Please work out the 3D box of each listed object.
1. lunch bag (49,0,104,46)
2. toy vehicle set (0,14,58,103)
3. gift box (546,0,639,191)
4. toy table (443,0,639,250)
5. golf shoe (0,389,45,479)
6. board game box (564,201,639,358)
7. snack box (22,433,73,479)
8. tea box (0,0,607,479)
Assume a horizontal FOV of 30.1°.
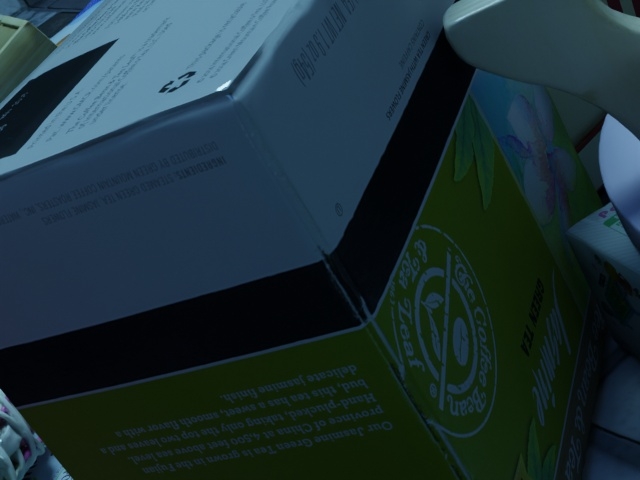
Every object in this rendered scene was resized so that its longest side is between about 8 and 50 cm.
[{"bbox_3d":[-0.282,0.017,1.052,0.385,0.239,0.328,-28,27,24],"label":"lunch bag"},{"bbox_3d":[-0.321,-0.065,0.921,0.267,0.035,0.166,-52,31,-8],"label":"toy vehicle set"},{"bbox_3d":[0.142,-0.185,0.934,0.255,0.258,0.276,-40,35,-17],"label":"gift box"},{"bbox_3d":[0.209,-0.103,0.616,0.252,0.161,0.274,-28,26,5],"label":"toy table"},{"bbox_3d":[-0.239,0.146,0.767,0.140,0.115,0.306,-34,26,-14],"label":"golf shoe"},{"bbox_3d":[0.302,0.014,0.597,0.224,0.097,0.303,-34,27,-7],"label":"board game box"},{"bbox_3d":[-0.205,0.211,0.821,0.174,0.070,0.207,-25,27,14],"label":"snack box"},{"bbox_3d":[0.000,0.000,0.681,0.220,0.323,0.329,-15,30,30],"label":"tea box"}]
